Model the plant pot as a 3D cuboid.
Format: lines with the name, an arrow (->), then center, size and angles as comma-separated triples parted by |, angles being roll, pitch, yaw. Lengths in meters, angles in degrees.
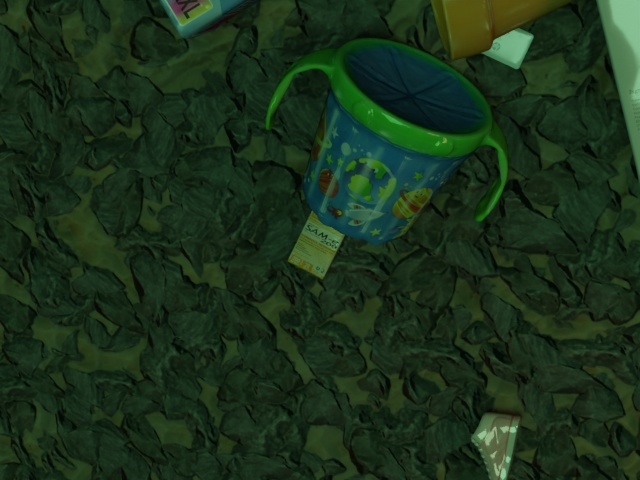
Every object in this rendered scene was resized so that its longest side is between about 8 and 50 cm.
plant pot -> 0.237, -0.356, 1.752 | 0.188, 0.205, 0.205 | -14, 104, 3

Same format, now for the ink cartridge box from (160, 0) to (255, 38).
ink cartridge box -> -0.076, -0.489, 1.811 | 0.396, 0.151, 0.270 | -28, 99, 20

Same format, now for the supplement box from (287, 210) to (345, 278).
supplement box -> 0.000, 0.000, 2.008 | 0.062, 0.036, 0.098 | 27, 112, 5

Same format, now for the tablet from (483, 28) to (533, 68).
tablet -> 0.249, -0.279, 1.865 | 0.083, 0.006, 0.054 | 26, 113, 6

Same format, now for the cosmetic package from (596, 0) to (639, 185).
cosmetic package -> 0.443, -0.268, 1.715 | 0.155, 0.197, 0.365 | -11, 106, 18

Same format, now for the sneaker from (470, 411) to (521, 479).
sneaker -> 0.259, 0.321, 2.037 | 0.070, 0.051, 0.134 | 12, 107, 13

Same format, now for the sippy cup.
sippy cup -> 0.088, -0.125, 1.856 | 0.305, 0.240, 0.224 | 43, 127, 25
